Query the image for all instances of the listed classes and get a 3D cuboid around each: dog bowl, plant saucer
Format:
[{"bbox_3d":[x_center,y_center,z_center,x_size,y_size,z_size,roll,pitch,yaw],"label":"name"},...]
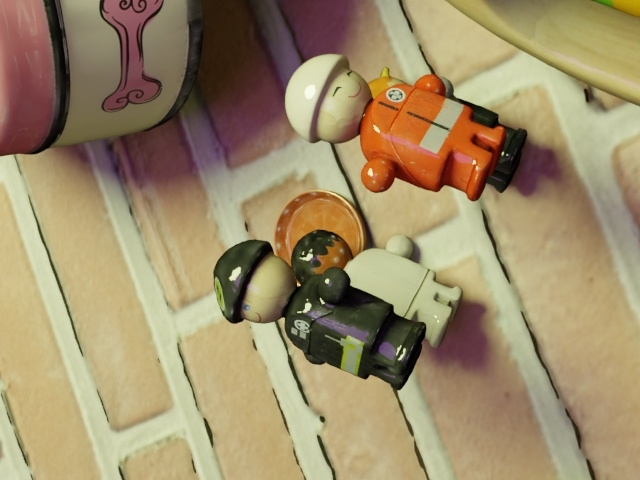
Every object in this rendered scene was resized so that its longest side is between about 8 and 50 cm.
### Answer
[{"bbox_3d":[-0.265,-0.245,0.880,0.408,0.150,0.408,38,145,34],"label":"dog bowl"},{"bbox_3d":[0.000,0.000,0.950,0.083,0.013,0.084,1,93,27],"label":"plant saucer"}]

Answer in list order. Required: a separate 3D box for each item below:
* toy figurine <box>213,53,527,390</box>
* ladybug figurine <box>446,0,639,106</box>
[{"bbox_3d":[0.037,-0.020,0.819,0.148,0.209,0.213,23,104,13],"label":"toy figurine"},{"bbox_3d":[0.216,-0.200,0.690,0.449,0.305,0.162,27,75,17],"label":"ladybug figurine"}]
